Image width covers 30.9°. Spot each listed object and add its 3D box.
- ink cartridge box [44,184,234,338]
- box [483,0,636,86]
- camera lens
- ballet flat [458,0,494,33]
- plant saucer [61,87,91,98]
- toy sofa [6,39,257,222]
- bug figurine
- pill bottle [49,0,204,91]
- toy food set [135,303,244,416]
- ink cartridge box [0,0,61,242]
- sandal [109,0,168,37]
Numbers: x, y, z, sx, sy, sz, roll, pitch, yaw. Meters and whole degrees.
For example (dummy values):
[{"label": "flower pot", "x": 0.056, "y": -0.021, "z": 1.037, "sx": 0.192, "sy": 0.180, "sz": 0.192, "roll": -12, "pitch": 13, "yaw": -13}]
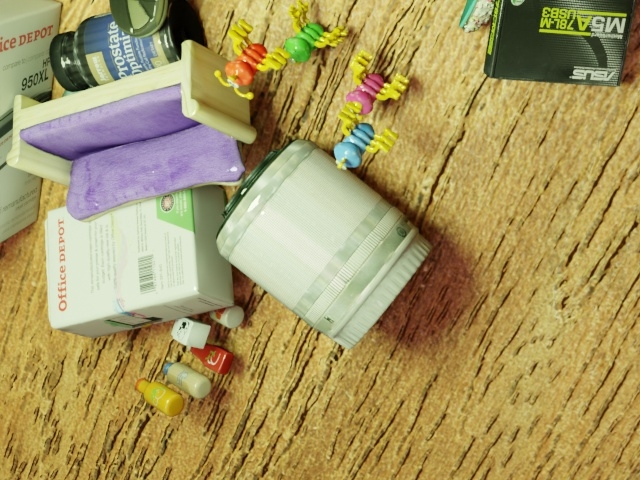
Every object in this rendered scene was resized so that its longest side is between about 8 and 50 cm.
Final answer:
[{"label": "ink cartridge box", "x": -0.290, "y": 0.028, "z": 1.846, "sx": 0.278, "sy": 0.117, "sz": 0.201, "roll": -14, "pitch": 70, "yaw": 23}, {"label": "box", "x": 0.327, "y": -0.304, "z": 1.562, "sx": 0.191, "sy": 0.045, "sz": 0.184, "roll": 3, "pitch": 110, "yaw": -11}, {"label": "camera lens", "x": 0.000, "y": 0.000, "z": 1.725, "sx": 0.274, "sy": 0.219, "sz": 0.219, "roll": 38, "pitch": 116, "yaw": 2}, {"label": "ballet flat", "x": 0.258, "y": -0.388, "z": 1.576, "sx": 0.077, "sy": 0.091, "sz": 0.241, "roll": 16, "pitch": 116, "yaw": -2}, {"label": "plant saucer", "x": -0.378, "y": -0.203, "z": 1.890, "sx": 0.119, "sy": 0.021, "sz": 0.119, "roll": 6, "pitch": 111, "yaw": 16}, {"label": "toy sofa", "x": -0.284, "y": -0.154, "z": 1.722, "sx": 0.363, "sy": 0.150, "sz": 0.177, "roll": -11, "pitch": 72, "yaw": 30}, {"label": "bug figurine", "x": -0.002, "y": -0.221, "z": 1.655, "sx": 0.279, "sy": 0.216, "sz": 0.072, "roll": 38, "pitch": 139, "yaw": 2}, {"label": "pill bottle", "x": -0.298, "y": -0.293, "z": 1.775, "sx": 0.219, "sy": 0.123, "sz": 0.122, "roll": -9, "pitch": 106, "yaw": 21}, {"label": "toy food set", "x": -0.213, "y": 0.168, "z": 1.911, "sx": 0.104, "sy": 0.111, "sz": 0.232, "roll": 21, "pitch": 94, "yaw": 45}, {"label": "ink cartridge box", "x": -0.561, "y": -0.185, "z": 1.811, "sx": 0.166, "sy": 0.285, "sz": 0.394, "roll": 17, "pitch": 114, "yaw": 11}, {"label": "sandal", "x": -0.248, "y": -0.442, "z": 1.701, "sx": 0.120, "sy": 0.086, "sz": 0.302, "roll": 3, "pitch": 86, "yaw": 34}]
